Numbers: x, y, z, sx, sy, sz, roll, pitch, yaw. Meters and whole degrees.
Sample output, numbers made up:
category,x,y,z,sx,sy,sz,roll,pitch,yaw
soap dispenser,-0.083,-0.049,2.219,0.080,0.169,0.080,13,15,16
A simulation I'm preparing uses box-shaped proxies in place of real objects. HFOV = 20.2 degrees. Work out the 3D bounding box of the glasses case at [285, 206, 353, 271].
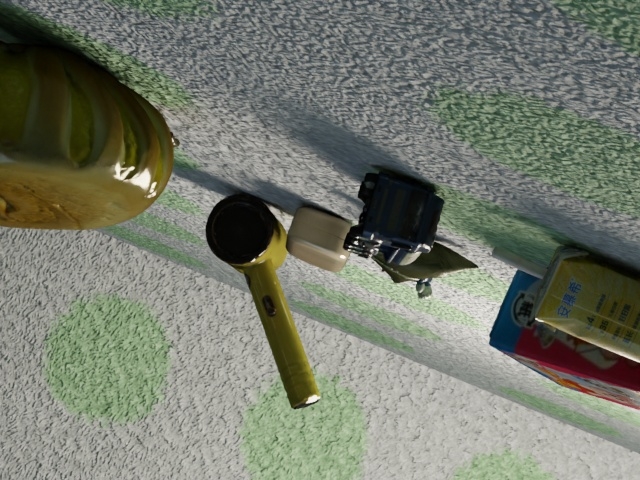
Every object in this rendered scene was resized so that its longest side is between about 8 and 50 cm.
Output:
category,x,y,z,sx,sy,sz,roll,pitch,yaw
glasses case,0.000,0.000,2.228,0.083,0.050,0.196,20,173,-1

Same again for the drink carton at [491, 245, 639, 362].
category,x,y,z,sx,sy,sz,roll,pitch,yaw
drink carton,0.258,0.054,1.720,0.200,0.084,0.074,21,-164,-1

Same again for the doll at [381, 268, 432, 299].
category,x,y,z,sx,sy,sz,roll,pitch,yaw
doll,0.097,0.025,2.121,0.083,0.050,0.076,27,-170,-44

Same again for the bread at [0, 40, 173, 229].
category,x,y,z,sx,sy,sz,roll,pitch,yaw
bread,-0.299,-0.110,1.828,0.333,0.160,0.333,4,168,1

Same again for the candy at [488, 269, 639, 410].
category,x,y,z,sx,sy,sz,roll,pitch,yaw
candy,0.347,0.125,1.908,0.306,0.100,0.157,16,170,46

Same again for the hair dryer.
category,x,y,z,sx,sy,sz,roll,pitch,yaw
hair dryer,-0.062,0.083,2.306,0.090,0.278,0.135,-21,167,3

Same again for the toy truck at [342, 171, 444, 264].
category,x,y,z,sx,sy,sz,roll,pitch,yaw
toy truck,0.073,-0.014,1.792,0.088,0.074,0.201,18,173,0

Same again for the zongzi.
category,x,y,z,sx,sy,sz,roll,pitch,yaw
zongzi,0.105,0.009,2.007,0.113,0.052,0.104,-1,154,39

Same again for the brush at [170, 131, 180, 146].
category,x,y,z,sx,sy,sz,roll,pitch,yaw
brush,-0.285,-0.101,2.053,0.248,0.036,0.043,-1,167,8
